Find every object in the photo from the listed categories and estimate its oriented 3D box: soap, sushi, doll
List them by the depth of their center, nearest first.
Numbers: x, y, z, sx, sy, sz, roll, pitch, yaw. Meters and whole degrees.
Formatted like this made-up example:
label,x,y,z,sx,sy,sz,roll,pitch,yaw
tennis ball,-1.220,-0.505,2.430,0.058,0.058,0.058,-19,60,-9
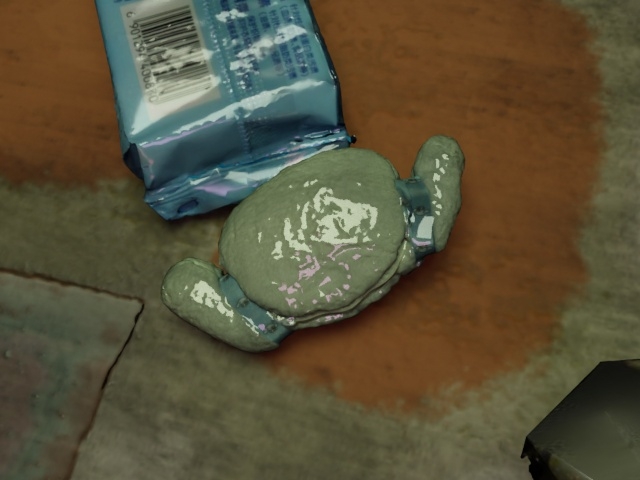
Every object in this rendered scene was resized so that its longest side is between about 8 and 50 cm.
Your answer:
label,x,y,z,sx,sy,sz,roll,pitch,yaw
sushi,0.237,0.095,0.512,0.273,0.109,0.134,-33,58,-25
doll,0.000,0.000,0.600,0.214,0.071,0.103,-28,62,-1
soap,-0.084,-0.161,0.685,0.156,0.077,0.293,-15,67,-1
